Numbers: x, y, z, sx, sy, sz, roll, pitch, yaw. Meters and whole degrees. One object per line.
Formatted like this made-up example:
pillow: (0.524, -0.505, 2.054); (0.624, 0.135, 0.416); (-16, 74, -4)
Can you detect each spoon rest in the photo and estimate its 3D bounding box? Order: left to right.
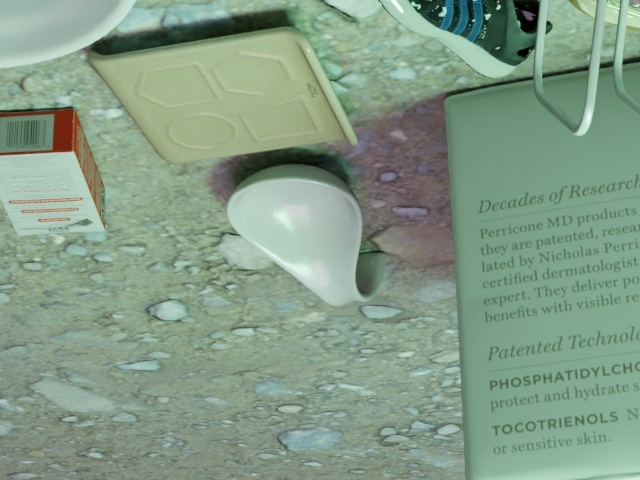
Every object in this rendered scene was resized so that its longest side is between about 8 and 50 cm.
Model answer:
spoon rest: (0.000, 0.000, 1.708); (0.137, 0.084, 0.276); (-11, 153, 20)

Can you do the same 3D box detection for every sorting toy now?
sorting toy: (-0.085, -0.135, 1.492); (0.208, 0.038, 0.193); (-3, 154, 15)

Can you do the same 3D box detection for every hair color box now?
hair color box: (-0.271, -0.065, 1.602); (0.093, 0.053, 0.167); (-3, 152, 2)

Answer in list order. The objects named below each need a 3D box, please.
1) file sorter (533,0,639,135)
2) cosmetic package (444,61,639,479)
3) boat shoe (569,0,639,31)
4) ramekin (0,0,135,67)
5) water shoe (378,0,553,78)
file sorter: (0.308, -0.170, 1.183); (0.277, 0.173, 0.193); (1, -164, -5)
cosmetic package: (0.318, 0.080, 1.527); (0.327, 0.394, 0.329); (-9, 152, 16)
boat shoe: (0.309, -0.202, 1.311); (0.223, 0.080, 0.073); (10, 157, -11)
ramekin: (-0.260, -0.248, 1.140); (0.277, 0.135, 0.277); (0, 154, 0)
water shoe: (0.112, -0.205, 1.334); (0.080, 0.073, 0.203); (-41, 142, 22)
